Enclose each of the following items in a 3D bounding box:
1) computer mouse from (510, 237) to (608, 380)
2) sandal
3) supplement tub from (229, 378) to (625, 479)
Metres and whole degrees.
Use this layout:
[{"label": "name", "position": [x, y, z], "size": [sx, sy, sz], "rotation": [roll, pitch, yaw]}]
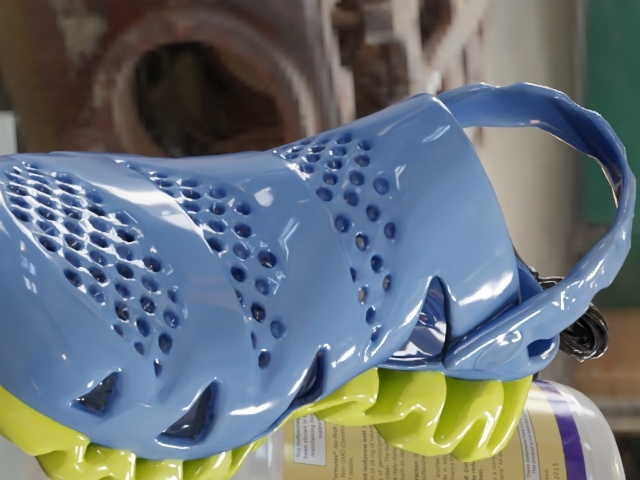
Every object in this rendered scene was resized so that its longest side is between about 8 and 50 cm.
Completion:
[{"label": "computer mouse", "position": [0.117, 0.130, 1.559], "size": [0.188, 0.072, 0.272], "rotation": [39, 65, -26]}, {"label": "sandal", "position": [0.000, 0.000, 0.627], "size": [0.317, 0.138, 0.126], "rotation": [-3, 51, -55]}, {"label": "supplement tub", "position": [0.013, 0.195, 1.265], "size": [0.241, 0.331, 0.241], "rotation": [-171, -90, -77]}]
